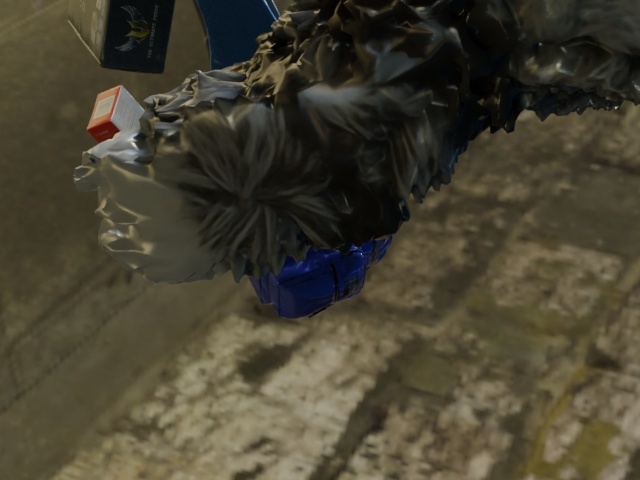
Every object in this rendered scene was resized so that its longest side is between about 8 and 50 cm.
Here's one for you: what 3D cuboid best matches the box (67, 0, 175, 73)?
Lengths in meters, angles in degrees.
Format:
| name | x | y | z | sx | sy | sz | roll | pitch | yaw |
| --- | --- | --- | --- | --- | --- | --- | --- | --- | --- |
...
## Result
| name | x | y | z | sx | sy | sz | roll | pitch | yaw |
| --- | --- | --- | --- | --- | --- | --- | --- | --- | --- |
| box | -0.158 | -0.273 | 1.122 | 0.059 | 0.183 | 0.232 | 5 | 109 | -20 |

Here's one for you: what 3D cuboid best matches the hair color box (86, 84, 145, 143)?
| name | x | y | z | sx | sy | sz | roll | pitch | yaw |
| --- | --- | --- | --- | --- | --- | --- | --- | --- | --- |
| hair color box | -0.243 | -0.130 | 1.772 | 0.141 | 0.043 | 0.072 | 49 | 35 | -37 |

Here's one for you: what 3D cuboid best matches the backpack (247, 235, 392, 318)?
| name | x | y | z | sx | sy | sz | roll | pitch | yaw |
| --- | --- | --- | --- | --- | --- | --- | --- | --- | --- |
| backpack | 0.000 | 0.000 | 1.068 | 0.120 | 0.101 | 0.098 | -23 | 157 | -13 |

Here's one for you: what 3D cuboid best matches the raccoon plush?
| name | x | y | z | sx | sy | sz | roll | pitch | yaw |
| --- | --- | --- | --- | --- | --- | --- | --- | --- | --- |
| raccoon plush | 0.098 | -0.180 | 0.596 | 0.216 | 0.446 | 0.299 | 63 | 24 | -17 |

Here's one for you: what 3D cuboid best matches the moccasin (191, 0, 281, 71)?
| name | x | y | z | sx | sy | sz | roll | pitch | yaw |
| --- | --- | --- | --- | --- | --- | --- | --- | --- | --- |
| moccasin | -0.088 | -0.281 | 1.793 | 0.117 | 0.138 | 0.342 | -23 | 98 | -77 |
